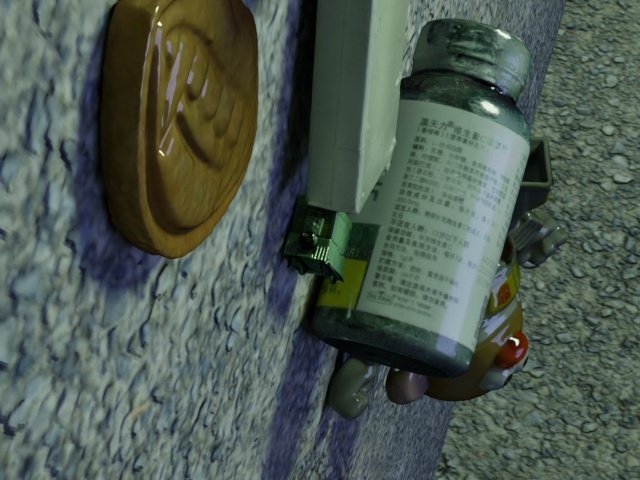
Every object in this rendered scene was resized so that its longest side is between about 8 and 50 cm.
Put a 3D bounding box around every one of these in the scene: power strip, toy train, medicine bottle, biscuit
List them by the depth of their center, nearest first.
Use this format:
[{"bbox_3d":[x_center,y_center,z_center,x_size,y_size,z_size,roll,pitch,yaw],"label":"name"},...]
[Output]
[{"bbox_3d":[-0.065,-0.061,0.729,0.220,0.029,0.141,65,41,-73],"label":"biscuit"},{"bbox_3d":[0.031,-0.178,0.971,0.106,0.043,0.367,-58,156,-54],"label":"power strip"},{"bbox_3d":[0.000,0.000,1.104,0.093,0.038,0.056,49,54,-76],"label":"toy train"},{"bbox_3d":[0.096,-0.039,1.258,0.141,0.141,0.293,59,47,-75],"label":"medicine bottle"}]

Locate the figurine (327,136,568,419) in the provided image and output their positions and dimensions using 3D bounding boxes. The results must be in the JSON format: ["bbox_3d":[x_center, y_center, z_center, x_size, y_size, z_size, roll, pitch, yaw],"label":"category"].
[{"bbox_3d":[0.138,0.046,1.494,0.167,0.343,0.284,55,-27,41],"label":"figurine"}]
